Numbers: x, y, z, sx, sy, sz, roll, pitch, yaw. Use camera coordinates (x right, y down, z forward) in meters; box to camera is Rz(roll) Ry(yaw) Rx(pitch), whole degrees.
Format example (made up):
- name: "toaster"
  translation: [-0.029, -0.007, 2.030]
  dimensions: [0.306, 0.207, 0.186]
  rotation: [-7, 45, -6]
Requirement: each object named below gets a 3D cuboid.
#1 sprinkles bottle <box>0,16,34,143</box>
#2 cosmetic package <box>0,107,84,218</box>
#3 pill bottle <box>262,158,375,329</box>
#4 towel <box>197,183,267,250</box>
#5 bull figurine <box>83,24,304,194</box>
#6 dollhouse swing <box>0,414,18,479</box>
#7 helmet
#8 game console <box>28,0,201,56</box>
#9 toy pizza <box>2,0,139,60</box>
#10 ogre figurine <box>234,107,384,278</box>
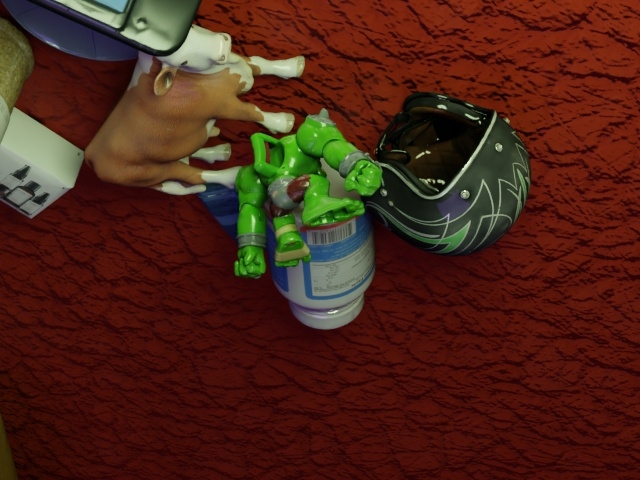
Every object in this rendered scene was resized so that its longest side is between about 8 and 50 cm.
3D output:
- name: "sprinkles bottle"
  translation: [-0.401, -0.078, 1.715]
  dimensions: [0.121, 0.355, 0.121]
  rotation: [9, 143, 7]
- name: "cosmetic package"
  translation: [-0.396, -0.122, 1.901]
  dimensions: [0.239, 0.060, 0.099]
  rotation: [33, 138, -24]
- name: "pill bottle"
  translation: [0.000, 0.000, 1.886]
  dimensions: [0.124, 0.124, 0.221]
  rotation: [7, 142, 8]
- name: "towel"
  translation: [-0.093, -0.030, 1.952]
  dimensions: [0.067, 0.029, 0.119]
  rotation: [-10, 137, 29]
- name: "bull figurine"
  translation: [-0.132, -0.142, 1.738]
  dimensions: [0.188, 0.101, 0.310]
  rotation: [12, 151, -26]
- name: "dollhouse swing"
  translation: [-0.601, 0.369, 2.420]
  dimensions: [0.305, 0.315, 0.346]
  rotation: [-7, 143, -7]
- name: "helmet"
  translation: [0.137, -0.063, 1.734]
  dimensions: [0.162, 0.169, 0.169]
  rotation: [19, 145, 19]
- name: "game console"
  translation: [-0.203, -0.341, 1.484]
  dimensions: [0.293, 0.250, 0.173]
  rotation: [23, 168, -12]
- name: "toy pizza"
  translation: [-0.235, -0.262, 1.698]
  dimensions: [0.201, 0.032, 0.201]
  rotation: [8, 141, 7]
- name: "ogre figurine"
  translation: [-0.024, -0.054, 1.717]
  dimensions: [0.097, 0.118, 0.197]
  rotation: [-1, 150, -30]
